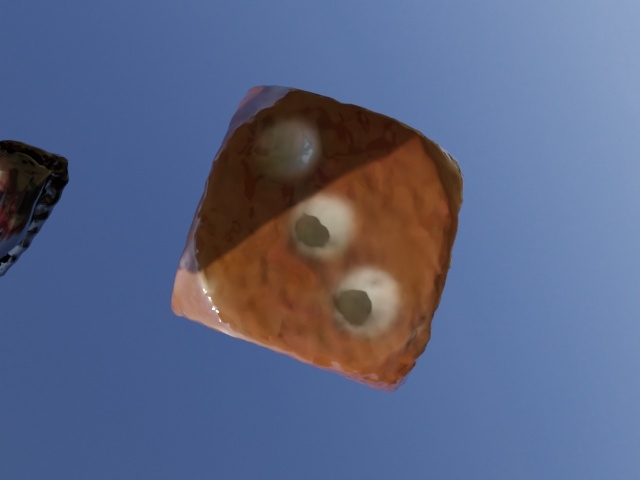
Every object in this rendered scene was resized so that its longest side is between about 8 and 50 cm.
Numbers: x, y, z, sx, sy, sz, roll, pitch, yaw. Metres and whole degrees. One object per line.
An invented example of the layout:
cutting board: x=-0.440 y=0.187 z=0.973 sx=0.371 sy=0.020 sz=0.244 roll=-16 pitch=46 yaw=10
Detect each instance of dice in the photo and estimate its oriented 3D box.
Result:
dice: x=0.000 y=0.000 z=0.643 sx=0.173 sy=0.175 sz=0.179 roll=20 pitch=-100 yaw=-2

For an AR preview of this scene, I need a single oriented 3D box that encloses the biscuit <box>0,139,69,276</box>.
biscuit: x=-0.236 y=-0.019 z=0.347 sx=0.235 sy=0.151 sz=0.063 roll=16 pitch=-120 yaw=-32
